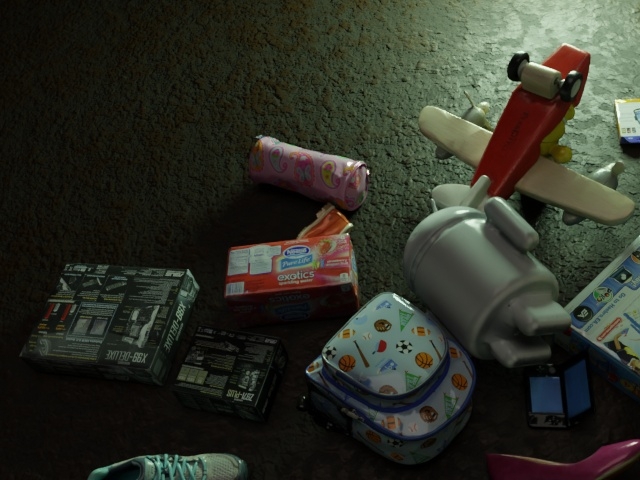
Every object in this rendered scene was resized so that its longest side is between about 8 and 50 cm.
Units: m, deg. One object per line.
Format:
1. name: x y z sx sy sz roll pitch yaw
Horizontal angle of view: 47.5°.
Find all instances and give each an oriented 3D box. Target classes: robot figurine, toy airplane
1. robot figurine: 0.283 0.073 1.317 0.199 0.300 0.353 4 34 -38
2. toy airplane: 0.412 -0.166 1.503 0.384 0.272 0.386 -20 72 28

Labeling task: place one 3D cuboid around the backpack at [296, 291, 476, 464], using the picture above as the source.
1. backpack: 0.134 0.240 1.261 0.263 0.213 0.276 35 64 23

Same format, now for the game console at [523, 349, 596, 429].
1. game console: 0.410 0.256 1.257 0.107 0.071 0.122 -1 51 12

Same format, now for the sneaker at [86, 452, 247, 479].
1. sneaker: -0.268 0.422 1.256 0.283 0.122 0.110 -12 51 4

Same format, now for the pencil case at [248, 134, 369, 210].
1. pencil case: -0.029 -0.158 1.666 0.284 0.124 0.124 19 59 28

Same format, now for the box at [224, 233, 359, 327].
1. box: -0.055 0.083 1.475 0.256 0.123 0.128 -7 51 8

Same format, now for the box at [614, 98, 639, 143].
1. box: 0.707 -0.262 1.629 0.081 0.028 0.136 0 54 13

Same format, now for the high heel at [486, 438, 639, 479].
1. high heel: 0.385 0.344 1.155 0.244 0.082 0.117 -37 56 21

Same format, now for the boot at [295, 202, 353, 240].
1. boot: 0.000 0.000 1.574 0.084 0.059 0.158 40 80 12

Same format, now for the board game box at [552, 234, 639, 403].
1. board game box: 0.629 0.149 1.280 0.308 0.086 0.302 -38 54 -17

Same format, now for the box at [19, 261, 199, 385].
1. box: -0.438 0.169 1.531 0.307 0.076 0.242 2 53 15

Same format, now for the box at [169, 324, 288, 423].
1. box: -0.171 0.254 1.396 0.180 0.077 0.147 6 54 18
